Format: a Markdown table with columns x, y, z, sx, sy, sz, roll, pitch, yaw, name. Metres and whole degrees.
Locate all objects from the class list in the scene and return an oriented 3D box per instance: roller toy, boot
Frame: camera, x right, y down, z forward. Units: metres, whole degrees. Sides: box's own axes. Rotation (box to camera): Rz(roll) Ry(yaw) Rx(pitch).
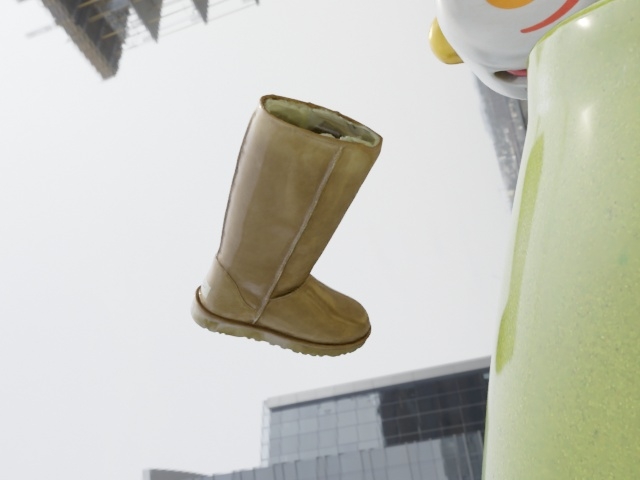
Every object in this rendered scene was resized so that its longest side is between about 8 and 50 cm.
| x | y | z | sx | sy | sz | roll | pitch | yaw | name |
| --- | --- | --- | --- | --- | --- | --- | --- | --- | --- |
| 0.228 | -0.251 | 0.724 | 0.191 | 0.209 | 0.146 | 47 | -165 | 27 | roller toy |
| 0.000 | 0.000 | 0.735 | 0.236 | 0.270 | 0.089 | 9 | -145 | -27 | boot |

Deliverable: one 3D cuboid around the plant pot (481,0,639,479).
| x | y | z | sx | sy | sz | roll | pitch | yaw | name |
| --- | --- | --- | --- | --- | --- | --- | --- | --- | --- |
| 0.245 | 0.050 | 0.360 | 0.366 | 0.366 | 0.353 | -6 | -90 | -73 | plant pot |
